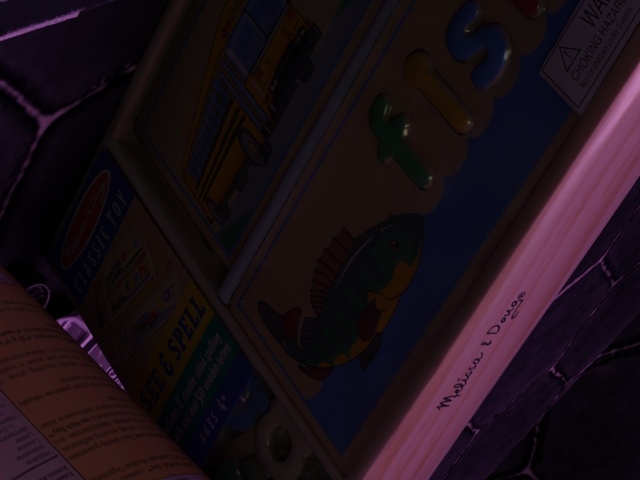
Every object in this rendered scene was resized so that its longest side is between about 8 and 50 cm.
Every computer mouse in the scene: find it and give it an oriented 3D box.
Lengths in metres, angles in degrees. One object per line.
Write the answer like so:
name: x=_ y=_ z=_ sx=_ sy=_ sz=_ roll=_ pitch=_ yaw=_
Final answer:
computer mouse: x=-0.159 y=0.069 z=1.038 sx=0.106 sy=0.042 sz=0.193 roll=-56 pitch=153 yaw=10

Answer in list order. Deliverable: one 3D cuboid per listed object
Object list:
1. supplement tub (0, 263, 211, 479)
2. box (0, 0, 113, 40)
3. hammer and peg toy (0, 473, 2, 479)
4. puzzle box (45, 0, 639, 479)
supplement tub: x=-0.163 y=0.164 z=0.775 sx=0.241 sy=0.331 sz=0.241 roll=-40 pitch=159 yaw=-19
box: x=-0.129 y=-0.106 z=0.516 sx=0.175 sy=0.220 sz=0.051 roll=-27 pitch=119 yaw=-43
hammer and peg toy: x=-0.289 y=0.144 z=0.489 sx=0.361 sy=0.266 sz=0.127 roll=-49 pitch=143 yaw=-49
puzzle box: x=0.012 y=-0.052 z=0.820 sx=0.052 sy=0.272 sz=0.409 roll=0 pitch=132 yaw=-41
